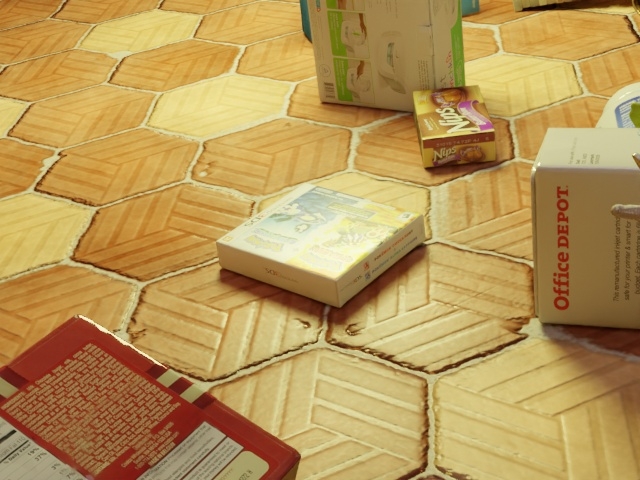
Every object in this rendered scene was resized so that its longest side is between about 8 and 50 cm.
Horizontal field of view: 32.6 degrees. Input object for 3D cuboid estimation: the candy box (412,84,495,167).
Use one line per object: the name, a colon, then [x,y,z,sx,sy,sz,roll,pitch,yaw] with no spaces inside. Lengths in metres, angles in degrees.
candy box: [0.202,-0.177,1.678,0.109,0.053,0.187,-5,28,4]

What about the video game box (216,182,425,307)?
video game box: [0.000,0.000,1.420,0.205,0.048,0.187,16,40,36]

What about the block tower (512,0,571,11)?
block tower: [0.539,-0.530,2.132,0.335,0.097,0.091,-7,26,20]

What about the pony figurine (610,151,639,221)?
pony figurine: [0.469,0.032,0.924,0.350,0.364,0.303,-25,-3,7]

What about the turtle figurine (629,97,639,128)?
turtle figurine: [0.459,-0.173,1.287,0.217,0.087,0.269,-27,22,-37]

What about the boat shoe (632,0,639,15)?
boat shoe: [0.649,-0.391,1.900,0.119,0.123,0.324,-17,22,-5]

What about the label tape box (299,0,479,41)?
label tape box: [0.127,-0.542,2.136,0.347,0.249,0.115,-14,30,-12]

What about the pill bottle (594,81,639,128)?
pill bottle: [0.424,-0.099,1.387,0.152,0.152,0.272,-1,30,11]

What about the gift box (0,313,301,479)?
gift box: [-0.168,0.261,0.800,0.276,0.258,0.255,33,43,23]

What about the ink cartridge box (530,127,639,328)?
ink cartridge box: [0.378,-0.012,1.193,0.278,0.201,0.117,2,31,18]

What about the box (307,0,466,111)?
box: [0.108,-0.357,1.804,0.231,0.262,0.127,9,33,29]
